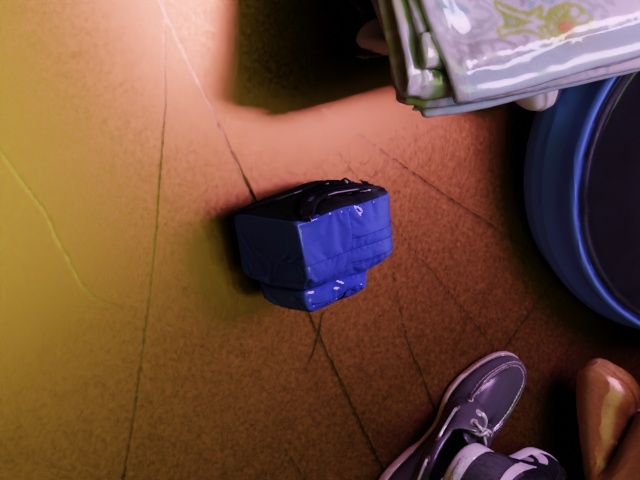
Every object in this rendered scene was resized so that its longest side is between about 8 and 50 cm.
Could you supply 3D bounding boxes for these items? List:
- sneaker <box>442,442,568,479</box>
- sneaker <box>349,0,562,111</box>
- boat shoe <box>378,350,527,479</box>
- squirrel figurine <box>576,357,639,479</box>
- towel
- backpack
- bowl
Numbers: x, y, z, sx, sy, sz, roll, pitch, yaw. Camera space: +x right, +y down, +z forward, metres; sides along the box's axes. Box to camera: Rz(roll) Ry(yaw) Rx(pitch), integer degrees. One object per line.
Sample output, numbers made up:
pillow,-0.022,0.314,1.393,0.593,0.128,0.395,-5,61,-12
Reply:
sneaker,0.207,0.253,1.159,0.217,0.121,0.079,19,100,-55
sneaker,0.105,-0.180,1.101,0.153,0.094,0.235,-43,115,-18
boat shoe,0.138,0.191,1.180,0.206,0.065,0.075,-46,116,-18
squirrel figurine,0.464,0.263,1.147,0.281,0.370,0.397,10,77,-35
towel,0.189,-0.286,1.039,0.374,0.090,0.321,-15,81,-21
backpack,0.000,0.000,1.061,0.120,0.098,0.101,-25,117,-39
bowl,0.391,-0.082,1.224,0.391,0.077,0.391,-7,113,-17
